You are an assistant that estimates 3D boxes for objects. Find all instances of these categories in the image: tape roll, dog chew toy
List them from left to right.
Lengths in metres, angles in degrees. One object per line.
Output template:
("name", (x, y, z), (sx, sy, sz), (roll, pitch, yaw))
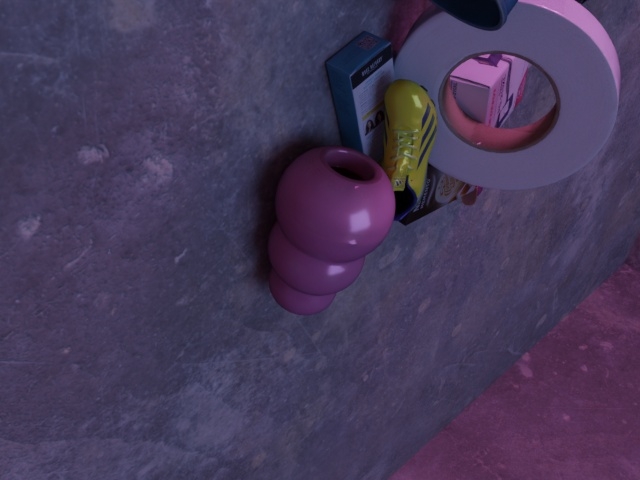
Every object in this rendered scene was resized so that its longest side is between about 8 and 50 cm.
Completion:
("dog chew toy", (0.000, 0.000, 1.208), (0.206, 0.206, 0.332), (-19, 143, -42))
("tape roll", (0.312, -0.255, 1.192), (0.392, 0.391, 0.072), (85, 24, -47))

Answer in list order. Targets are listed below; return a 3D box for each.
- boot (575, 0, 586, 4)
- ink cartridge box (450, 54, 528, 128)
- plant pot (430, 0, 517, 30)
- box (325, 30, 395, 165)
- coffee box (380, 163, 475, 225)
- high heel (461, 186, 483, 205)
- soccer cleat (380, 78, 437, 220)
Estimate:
("boot", (0.505, -0.539, 1.434), (0.229, 0.091, 0.263), (-42, 148, -19))
("ink cartridge box", (0.332, -0.308, 1.372), (0.237, 0.100, 0.172), (-50, 151, -34))
("plant pot", (0.227, -0.479, 0.937), (0.255, 0.271, 0.271), (-51, 148, 6))
("box", (0.082, -0.235, 1.204), (0.100, 0.060, 0.244), (-42, 146, -19))
("coffee box", (0.237, -0.146, 1.453), (0.246, 0.098, 0.141), (-26, 139, -37))
("high heel", (0.371, -0.210, 1.614), (0.117, 0.082, 0.244), (-62, 153, -58))
("soccer cleat", (0.148, -0.150, 1.204), (0.289, 0.093, 0.121), (83, 27, -51))
